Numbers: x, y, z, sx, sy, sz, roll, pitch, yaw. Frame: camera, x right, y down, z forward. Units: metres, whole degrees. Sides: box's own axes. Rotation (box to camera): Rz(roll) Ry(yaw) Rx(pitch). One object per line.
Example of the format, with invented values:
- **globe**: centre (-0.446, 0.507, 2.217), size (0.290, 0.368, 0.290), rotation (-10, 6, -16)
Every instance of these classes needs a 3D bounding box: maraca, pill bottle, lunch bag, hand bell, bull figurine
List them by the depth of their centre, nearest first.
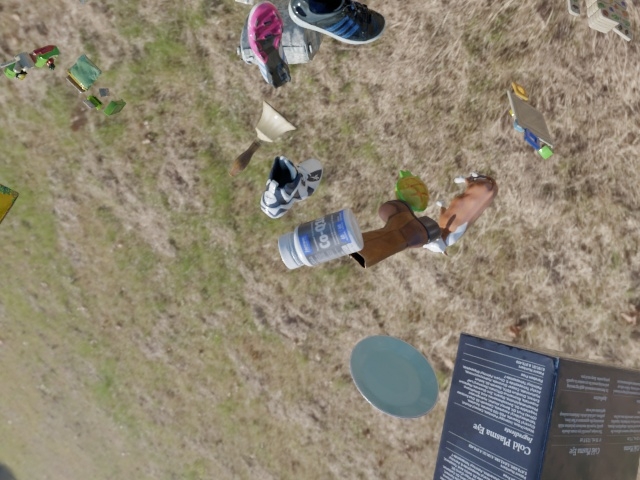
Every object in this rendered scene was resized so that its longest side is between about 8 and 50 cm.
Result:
- **pill bottle**: centre (0.000, 0.000, 0.821), size (0.137, 0.078, 0.078), rotation (-19, 114, 15)
- **hand bell**: centre (-0.196, -0.288, 1.401), size (0.126, 0.126, 0.242), rotation (41, 99, -1)
- **bull figurine**: centre (0.453, -0.094, 1.520), size (0.101, 0.188, 0.310), rotation (31, 118, -21)
- **maraca**: centre (0.302, -0.165, 1.522), size (0.127, 0.186, 0.099), rotation (30, 133, -17)
- **lunch bag**: centre (-0.159, -0.818, 1.859), size (0.304, 0.256, 0.213), rotation (4, 138, 14)

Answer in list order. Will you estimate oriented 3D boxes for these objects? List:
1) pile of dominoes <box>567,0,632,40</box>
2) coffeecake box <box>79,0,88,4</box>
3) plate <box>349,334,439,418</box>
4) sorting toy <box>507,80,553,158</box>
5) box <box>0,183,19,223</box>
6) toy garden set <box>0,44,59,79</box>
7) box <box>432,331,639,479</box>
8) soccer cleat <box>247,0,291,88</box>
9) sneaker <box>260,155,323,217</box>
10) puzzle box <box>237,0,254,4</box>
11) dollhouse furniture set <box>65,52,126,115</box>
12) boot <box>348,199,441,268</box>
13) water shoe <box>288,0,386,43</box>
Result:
- **pile of dominoes**: centre (0.704, -0.633, 1.154), size (0.195, 0.251, 0.040), rotation (11, 161, -15)
- **coffeecake box**: centre (-0.444, -0.550, 0.826), size (0.185, 0.142, 0.068), rotation (45, 157, -16)
- **plate**: centre (0.143, 0.268, 0.913), size (0.188, 0.188, 0.024), rotation (29, 129, 10)
- **sorting toy**: centre (0.722, -0.419, 1.619), size (0.195, 0.348, 0.047), rotation (25, 139, -22)
- **box**: centre (-0.784, -0.015, 0.845), size (0.279, 0.177, 0.290), rotation (33, 115, -31)
- **toy garden set**: centre (-0.663, -0.344, 0.980), size (0.203, 0.244, 0.049), rotation (14, 135, 52)
- **box**: centre (0.381, 0.345, 0.787), size (0.343, 0.313, 0.178), rotation (17, 172, -34)
- **soccer cleat**: centre (-0.180, -0.634, 1.479), size (0.143, 0.116, 0.331), rotation (59, 172, 23)
- **sneaker**: centre (-0.065, -0.179, 1.233), size (0.094, 0.235, 0.153), rotation (43, 149, 15)
- **puzzle box**: centre (-0.187, -0.871, 1.291), size (0.052, 0.409, 0.272), rotation (8, 135, -15)
- **dollhouse furniture set**: centre (-0.550, -0.369, 1.116), size (0.076, 0.059, 0.152), rotation (-40, 103, 17)
- **boot**: centre (0.168, -0.018, 1.376), size (0.264, 0.280, 0.096), rotation (44, 147, 47)
- **water shoe**: centre (0.042, -0.430, 0.883), size (0.080, 0.203, 0.073), rotation (179, 91, -71)
